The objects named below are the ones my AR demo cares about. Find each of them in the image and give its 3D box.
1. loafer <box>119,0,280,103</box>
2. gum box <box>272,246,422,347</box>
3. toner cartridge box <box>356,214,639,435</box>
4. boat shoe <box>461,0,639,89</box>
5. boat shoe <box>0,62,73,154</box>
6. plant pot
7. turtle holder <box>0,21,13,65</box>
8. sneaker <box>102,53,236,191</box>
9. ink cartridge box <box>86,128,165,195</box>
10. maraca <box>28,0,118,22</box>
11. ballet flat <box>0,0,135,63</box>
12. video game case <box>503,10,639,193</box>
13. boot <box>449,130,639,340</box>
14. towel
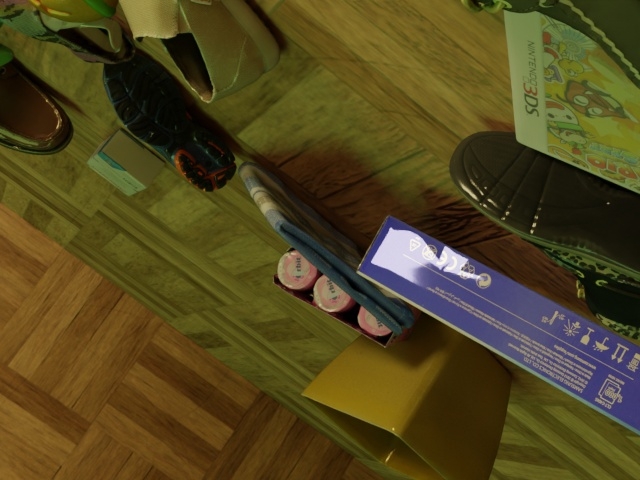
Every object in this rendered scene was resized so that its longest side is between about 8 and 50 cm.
[{"bbox_3d":[-0.145,-0.227,0.997,0.268,0.092,0.102,44,161,-29],"label":"loafer"},{"bbox_3d":[0.036,0.068,1.475,0.188,0.062,0.107,29,-170,18],"label":"gum box"},{"bbox_3d":[0.219,0.095,1.127,0.348,0.075,0.165,30,180,31],"label":"toner cartridge box"},{"bbox_3d":[0.091,-0.184,0.602,0.305,0.091,0.109,42,-162,-15],"label":"boat shoe"},{"bbox_3d":[-0.512,-0.238,1.647,0.307,0.111,0.104,33,165,3],"label":"boat shoe"},{"bbox_3d":[0.143,0.218,1.544,0.212,0.187,0.212,13,154,52],"label":"plant pot"},{"bbox_3d":[-0.511,-0.280,1.203,0.243,0.320,0.227,25,-141,-63],"label":"turtle holder"},{"bbox_3d":[-0.199,-0.148,1.363,0.087,0.083,0.221,34,165,53],"label":"sneaker"},{"bbox_3d":[-0.301,-0.119,1.684,0.088,0.052,0.122,39,162,-16],"label":"ink cartridge box"},{"bbox_3d":[-0.252,-0.275,1.074,0.127,0.099,0.186,47,-174,-32],"label":"maraca"},{"bbox_3d":[-0.269,-0.243,1.186,0.079,0.077,0.221,10,175,22],"label":"ballet flat"},{"bbox_3d":[0.237,-0.088,0.774,0.227,0.026,0.206,27,162,24],"label":"video game case"},{"bbox_3d":[0.225,0.005,0.963,0.236,0.085,0.178,27,165,21],"label":"boot"},{"bbox_3d":[0.000,0.000,1.307,0.209,0.034,0.285,40,-175,-20],"label":"towel"}]
